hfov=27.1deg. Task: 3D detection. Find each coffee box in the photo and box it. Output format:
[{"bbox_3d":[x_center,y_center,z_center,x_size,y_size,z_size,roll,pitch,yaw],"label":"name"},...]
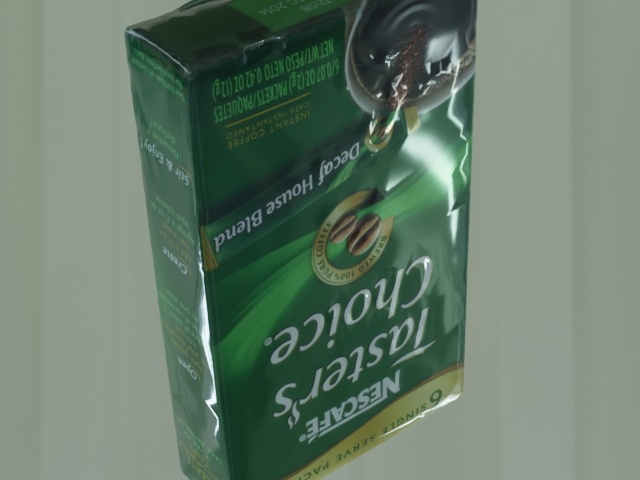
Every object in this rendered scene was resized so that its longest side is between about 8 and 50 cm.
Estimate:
[{"bbox_3d":[0.000,0.000,0.444,0.113,0.040,0.184,-25,-48,-30],"label":"coffee box"}]
